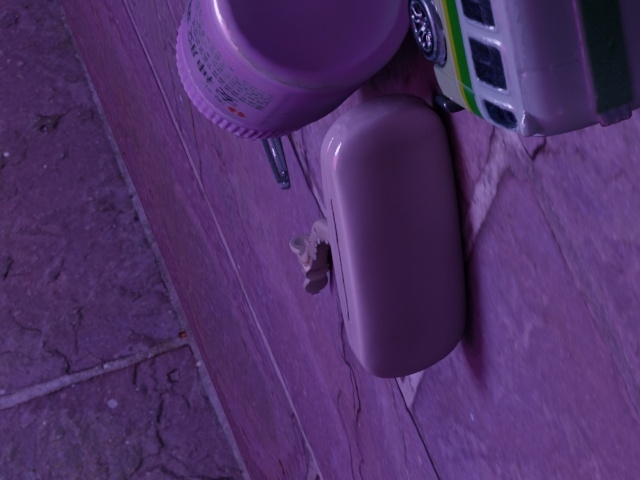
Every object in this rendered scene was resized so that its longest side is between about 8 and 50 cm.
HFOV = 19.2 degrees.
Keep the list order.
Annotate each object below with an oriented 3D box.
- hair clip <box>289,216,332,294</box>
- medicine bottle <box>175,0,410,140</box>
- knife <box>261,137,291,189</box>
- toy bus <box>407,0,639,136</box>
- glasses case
[{"bbox_3d":[0.000,0.000,2.177,0.226,0.034,0.072,117,133,-72],"label":"hair clip"},{"bbox_3d":[-0.032,-0.195,1.699,0.290,0.178,0.178,155,96,-78],"label":"medicine bottle"},{"bbox_3d":[-0.089,-0.173,2.260,0.278,0.053,0.123,-122,14,-49],"label":"knife"},{"bbox_3d":[0.124,-0.204,1.124,0.165,0.133,0.276,-132,25,-62],"label":"toy bus"},{"bbox_3d":[0.068,0.001,1.704,0.075,0.113,0.297,-128,23,-50],"label":"glasses case"}]
